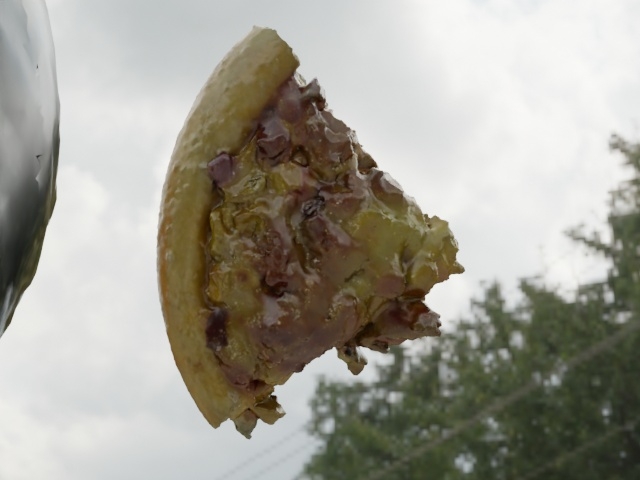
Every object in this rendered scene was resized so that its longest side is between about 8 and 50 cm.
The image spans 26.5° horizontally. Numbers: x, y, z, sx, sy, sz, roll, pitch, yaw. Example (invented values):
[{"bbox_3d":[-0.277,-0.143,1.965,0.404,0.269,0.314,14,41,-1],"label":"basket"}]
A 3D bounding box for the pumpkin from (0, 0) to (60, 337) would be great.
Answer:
[{"bbox_3d":[-0.308,-0.048,0.436,0.454,0.454,0.344,0,-46,0],"label":"pumpkin"}]

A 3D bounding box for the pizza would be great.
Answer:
[{"bbox_3d":[0.000,0.000,0.956,0.229,0.289,0.081,10,-8,-17],"label":"pizza"}]
